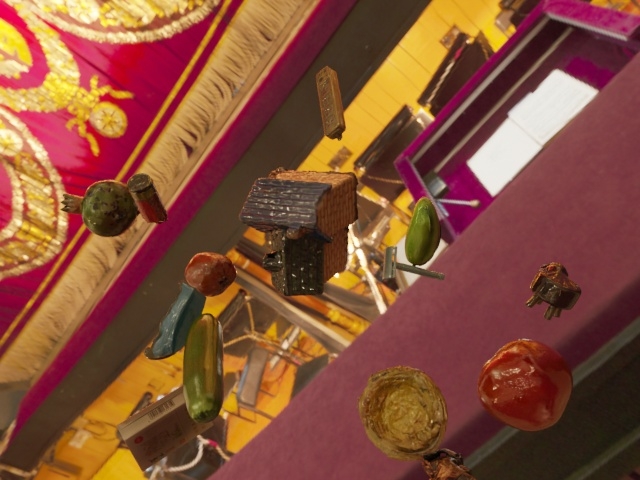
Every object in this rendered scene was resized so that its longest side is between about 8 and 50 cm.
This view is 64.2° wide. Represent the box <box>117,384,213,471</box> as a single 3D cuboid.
[{"bbox_3d":[-0.379,0.458,1.265,0.201,0.141,0.058,-30,40,-26],"label":"box"}]

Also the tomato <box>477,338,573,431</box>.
[{"bbox_3d":[0.643,0.448,1.576,0.299,0.298,0.226,-58,36,-3],"label":"tomato"}]

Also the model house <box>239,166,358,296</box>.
[{"bbox_3d":[-0.041,-0.013,0.833,0.166,0.183,0.172,5,21,22],"label":"model house"}]

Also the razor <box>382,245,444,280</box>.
[{"bbox_3d":[0.311,0.095,1.674,0.068,0.231,0.106,-25,56,61],"label":"razor"}]

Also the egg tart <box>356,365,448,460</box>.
[{"bbox_3d":[0.248,0.528,1.577,0.291,0.290,0.107,-60,-9,-9],"label":"egg tart"}]

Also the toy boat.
[{"bbox_3d":[-0.331,0.185,1.153,0.077,0.075,0.186,6,65,29],"label":"toy boat"}]

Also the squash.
[{"bbox_3d":[-0.234,0.251,1.022,0.082,0.082,0.292,-50,27,17],"label":"squash"}]

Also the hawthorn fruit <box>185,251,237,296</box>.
[{"bbox_3d":[-0.278,0.085,1.294,0.128,0.128,0.128,-45,24,26],"label":"hawthorn fruit"}]

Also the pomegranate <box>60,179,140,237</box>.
[{"bbox_3d":[-0.599,-0.092,1.398,0.159,0.204,0.159,-175,90,-84],"label":"pomegranate"}]

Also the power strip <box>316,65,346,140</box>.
[{"bbox_3d":[0.029,-0.429,1.567,0.064,0.044,0.306,-33,50,36],"label":"power strip"}]

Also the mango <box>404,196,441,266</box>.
[{"bbox_3d":[0.337,-0.027,1.669,0.125,0.111,0.233,-34,-49,-66],"label":"mango"}]

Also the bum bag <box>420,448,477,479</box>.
[{"bbox_3d":[0.302,0.551,1.207,0.248,0.102,0.069,-1,-86,-86],"label":"bum bag"}]

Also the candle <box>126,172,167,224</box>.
[{"bbox_3d":[-0.349,-0.076,1.044,0.131,0.051,0.052,83,-161,-51],"label":"candle"}]

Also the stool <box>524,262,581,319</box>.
[{"bbox_3d":[0.665,0.140,1.466,0.217,0.125,0.121,-45,-22,-63],"label":"stool"}]
